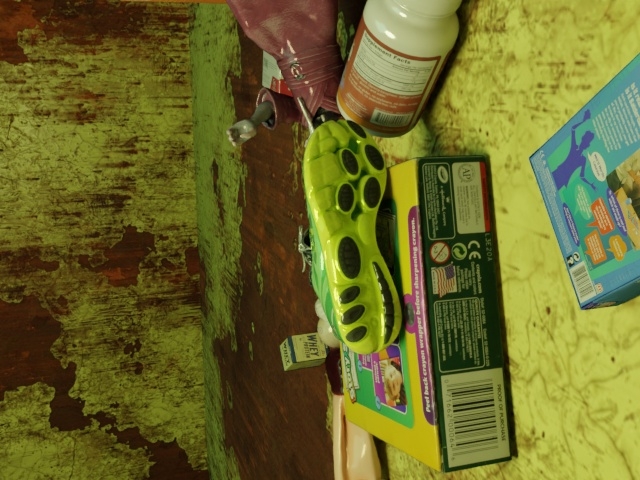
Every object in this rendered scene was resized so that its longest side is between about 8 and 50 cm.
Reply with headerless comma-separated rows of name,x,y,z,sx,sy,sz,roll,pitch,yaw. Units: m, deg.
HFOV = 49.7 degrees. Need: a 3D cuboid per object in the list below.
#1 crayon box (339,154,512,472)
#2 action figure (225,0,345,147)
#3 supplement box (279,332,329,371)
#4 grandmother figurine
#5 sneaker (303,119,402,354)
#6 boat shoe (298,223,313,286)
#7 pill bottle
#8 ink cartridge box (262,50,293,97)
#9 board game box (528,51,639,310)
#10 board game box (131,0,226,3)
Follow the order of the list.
crayon box,0.117,0.088,0.940,0.313,0.106,0.362,172,94,-72
action figure,-0.030,-0.290,1.110,0.275,0.248,0.370,-75,-29,-67
supplement box,-0.034,0.233,1.447,0.083,0.083,0.056,126,135,-61
grandmother figurine,0.049,0.259,1.196,0.208,0.104,0.342,-20,78,62
sneaker,0.022,-0.006,0.860,0.123,0.110,0.295,156,110,-66
boat shoe,0.000,0.000,1.299,0.254,0.079,0.095,106,152,-46
pill bottle,0.102,-0.244,0.878,0.216,0.121,0.121,111,148,-51
ink cartridge box,-0.067,-0.390,1.411,0.127,0.072,0.175,-127,37,-58
board game box,0.265,-0.052,0.560,0.210,0.047,0.160,124,138,-62
board game box,-0.226,-0.723,1.355,0.356,0.357,0.356,129,134,-64
